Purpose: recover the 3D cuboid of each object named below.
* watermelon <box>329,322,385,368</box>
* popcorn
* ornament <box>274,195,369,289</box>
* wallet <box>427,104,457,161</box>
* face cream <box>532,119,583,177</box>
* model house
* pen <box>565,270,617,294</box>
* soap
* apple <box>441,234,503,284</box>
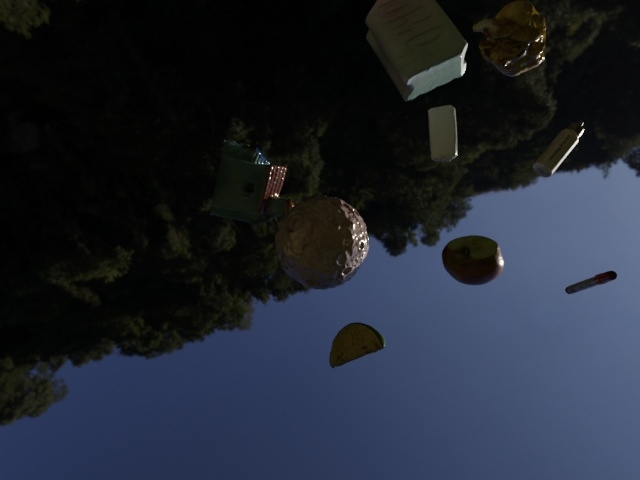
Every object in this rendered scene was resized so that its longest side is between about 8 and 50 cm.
[{"bbox_3d":[0.090,0.265,1.212,0.182,0.075,0.092,-31,-162,36],"label":"watermelon"},{"bbox_3d":[0.605,-0.635,1.414,0.254,0.190,0.191,0,-125,-42],"label":"popcorn"},{"bbox_3d":[0.000,0.000,1.231,0.260,0.225,0.259,-22,-129,31],"label":"ornament"},{"bbox_3d":[0.419,-0.363,1.545,0.095,0.189,0.033,-5,-179,31],"label":"wallet"},{"bbox_3d":[1.064,-0.417,1.995,0.311,0.092,0.092,-47,-141,-10],"label":"face cream"},{"bbox_3d":[-0.240,-0.208,1.740,0.330,0.294,0.251,13,-168,-10],"label":"model house"},{"bbox_3d":[0.723,0.116,1.219,0.028,0.239,0.028,-1,-106,4],"label":"pen"},{"bbox_3d":[0.267,-0.603,1.335,0.208,0.115,0.346,-24,-113,1],"label":"soap"},{"bbox_3d":[0.518,0.072,1.541,0.173,0.160,0.195,-10,-160,-40],"label":"apple"}]
